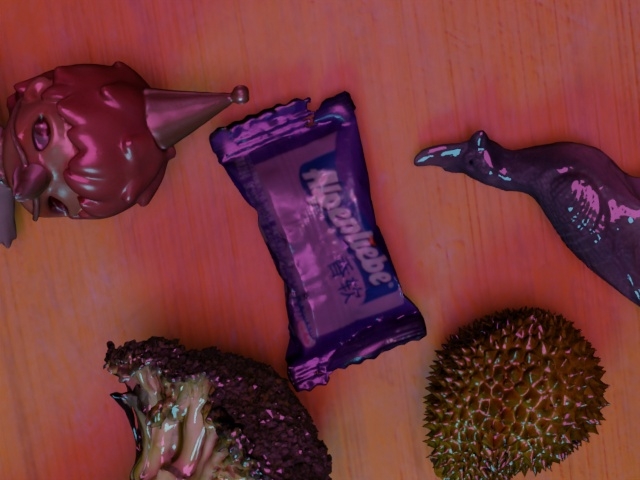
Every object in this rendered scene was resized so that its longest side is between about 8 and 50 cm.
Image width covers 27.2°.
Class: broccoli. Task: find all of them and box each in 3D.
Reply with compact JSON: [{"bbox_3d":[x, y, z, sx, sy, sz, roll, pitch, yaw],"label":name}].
[{"bbox_3d":[-0.130,0.282,1.242,0.252,0.221,0.361,19,96,-8],"label":"broccoli"}]

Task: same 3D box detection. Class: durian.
[{"bbox_3d":[0.177,0.151,1.264,0.198,0.146,0.159,-32,98,3],"label":"durian"}]

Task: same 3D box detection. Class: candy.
[{"bbox_3d":[0.000,0.000,1.276,0.145,0.070,0.275,-19,97,-3],"label":"candy"}]

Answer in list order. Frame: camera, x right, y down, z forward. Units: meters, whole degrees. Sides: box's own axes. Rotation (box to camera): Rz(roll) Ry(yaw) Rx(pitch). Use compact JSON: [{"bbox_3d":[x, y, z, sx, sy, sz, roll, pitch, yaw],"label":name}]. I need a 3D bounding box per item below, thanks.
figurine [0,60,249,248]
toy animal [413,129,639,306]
[{"bbox_3d":[-0.254,-0.080,1.214,0.387,0.166,0.207,-4,118,4],"label":"figurine"},{"bbox_3d":[0.290,-0.025,1.257,0.367,0.081,0.206,41,117,-6],"label":"toy animal"}]
